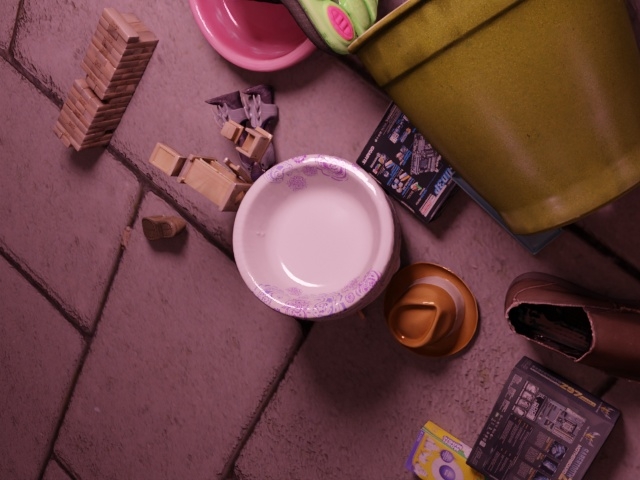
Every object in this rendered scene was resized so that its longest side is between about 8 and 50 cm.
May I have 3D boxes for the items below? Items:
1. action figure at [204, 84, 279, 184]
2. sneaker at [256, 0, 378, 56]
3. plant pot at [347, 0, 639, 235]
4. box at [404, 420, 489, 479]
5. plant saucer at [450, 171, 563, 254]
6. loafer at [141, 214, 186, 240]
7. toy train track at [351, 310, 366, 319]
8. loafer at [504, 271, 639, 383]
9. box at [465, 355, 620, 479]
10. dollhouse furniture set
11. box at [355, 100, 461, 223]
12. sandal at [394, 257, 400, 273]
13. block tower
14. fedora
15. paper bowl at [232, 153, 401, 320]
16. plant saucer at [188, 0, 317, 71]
[{"bbox_3d":[-0.121,-0.148,1.508,0.185,0.099,0.285,-9,104,31],"label":"action figure"},{"bbox_3d":[-0.090,-0.464,1.255,0.483,0.185,0.202,50,144,14],"label":"sneaker"},{"bbox_3d":[0.285,-0.212,1.077,0.366,0.366,0.353,-27,99,37],"label":"plant pot"},{"bbox_3d":[0.255,0.435,1.478,0.179,0.043,0.105,29,120,22],"label":"box"},{"bbox_3d":[0.301,-0.062,1.264,0.192,0.018,0.067,43,122,-3],"label":"plant saucer"},{"bbox_3d":[-0.346,-0.028,1.731,0.148,0.050,0.056,9,108,48],"label":"loafer"},{"bbox_3d":[0.067,0.114,1.519,0.048,0.014,0.083,-41,75,43],"label":"toy train track"},{"bbox_3d":[0.444,0.158,1.201,0.366,0.130,0.134,14,113,30],"label":"loafer"},{"bbox_3d":[0.379,0.342,1.352,0.183,0.059,0.233,30,119,23],"label":"box"},{"bbox_3d":[-0.191,-0.167,1.453,0.182,0.101,0.161,34,104,18],"label":"dollhouse furniture set"},{"bbox_3d":[0.181,-0.165,1.322,0.175,0.051,0.220,42,124,16],"label":"box"},{"bbox_3d":[0.020,0.032,1.482,0.265,0.076,0.102,-1,105,34],"label":"sandal"},{"bbox_3d":[-0.462,-0.336,1.680,0.091,0.097,0.335,47,127,12],"label":"block tower"},{"bbox_3d":[0.183,0.135,1.403,0.194,0.079,0.194,11,111,31],"label":"fedora"},{"bbox_3d":[0.000,0.000,1.381,0.284,0.148,0.284,-2,82,15],"label":"paper bowl"},{"bbox_3d":[-0.092,-0.470,1.387,0.332,0.084,0.332,12,112,30],"label":"plant saucer"}]
